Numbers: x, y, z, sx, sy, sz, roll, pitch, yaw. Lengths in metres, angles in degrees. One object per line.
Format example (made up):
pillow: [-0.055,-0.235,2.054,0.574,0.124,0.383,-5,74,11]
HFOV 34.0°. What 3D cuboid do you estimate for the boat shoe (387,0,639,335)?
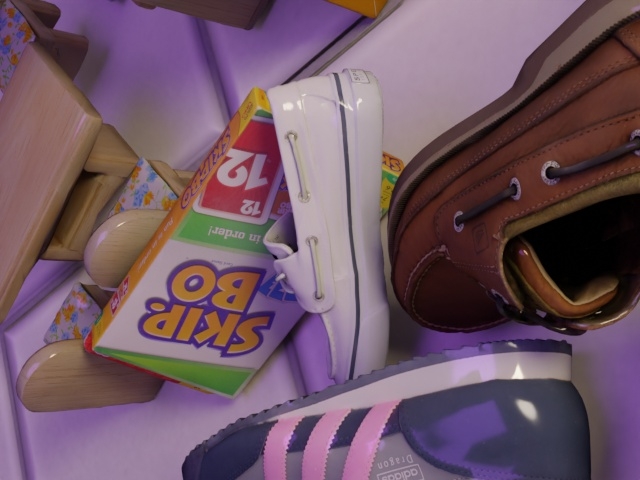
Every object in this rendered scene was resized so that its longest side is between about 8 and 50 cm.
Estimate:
boat shoe: [0.109,-0.006,0.530,0.307,0.110,0.104,119,155,-59]

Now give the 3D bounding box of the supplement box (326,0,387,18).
supplement box: [-0.040,-0.280,0.724,0.129,0.191,0.194,-55,50,25]

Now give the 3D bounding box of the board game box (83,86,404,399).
board game box: [-0.062,0.020,0.756,0.259,0.124,0.039,-51,29,29]

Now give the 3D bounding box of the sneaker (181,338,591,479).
sneaker: [0.026,0.162,0.659,0.319,0.112,0.131,-27,64,41]

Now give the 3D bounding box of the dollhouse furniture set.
dollhouse furniture set: [-0.244,-0.118,0.841,0.362,0.256,0.394,47,116,32]

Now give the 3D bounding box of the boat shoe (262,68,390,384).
boat shoe: [0.000,0.000,0.681,0.083,0.076,0.226,-112,19,-69]
